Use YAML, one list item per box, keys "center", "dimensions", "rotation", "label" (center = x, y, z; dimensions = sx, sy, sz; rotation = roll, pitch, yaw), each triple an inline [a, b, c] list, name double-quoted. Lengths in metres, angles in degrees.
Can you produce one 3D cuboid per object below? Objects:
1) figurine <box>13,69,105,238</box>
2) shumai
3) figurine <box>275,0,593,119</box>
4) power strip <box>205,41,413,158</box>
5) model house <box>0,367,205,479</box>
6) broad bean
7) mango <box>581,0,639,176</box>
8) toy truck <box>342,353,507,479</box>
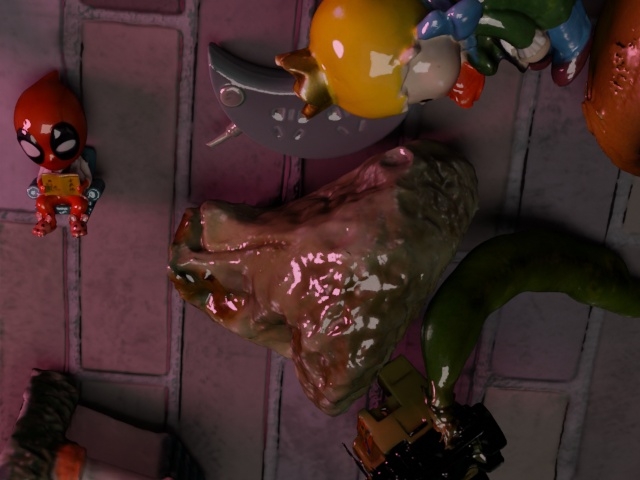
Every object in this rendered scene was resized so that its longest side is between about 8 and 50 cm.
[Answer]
- center: [-0.230, -0.078, 1.523]
  dimensions: [0.068, 0.075, 0.140]
  rotation: [-1, 114, 4]
  label: "figurine"
- center: [0.000, 0.000, 1.503]
  dimensions: [0.222, 0.225, 0.261]
  rotation: [37, 102, 0]
  label: "shumai"
- center: [0.094, -0.154, 1.397]
  dimensions: [0.234, 0.127, 0.185]
  rotation: [-42, 134, -4]
  label: "figurine"
- center: [-0.007, -0.133, 1.496]
  dimensions: [0.216, 0.044, 0.137]
  rotation: [-17, 123, 12]
  label: "power strip"
- center: [-0.200, 0.300, 1.708]
  dimensions: [0.301, 0.190, 0.271]
  rotation: [17, 121, -11]
  label: "model house"
- center: [0.181, 0.060, 1.542]
  dimensions: [0.049, 0.292, 0.144]
  rotation: [-7, 109, 53]
  label: "broad bean"
- center: [0.297, -0.161, 1.413]
  dimensions: [0.156, 0.151, 0.249]
  rotation: [-18, 144, -36]
  label: "mango"
- center: [0.087, 0.205, 1.632]
  dimensions: [0.127, 0.127, 0.257]
  rotation: [-36, 159, -10]
  label: "toy truck"
